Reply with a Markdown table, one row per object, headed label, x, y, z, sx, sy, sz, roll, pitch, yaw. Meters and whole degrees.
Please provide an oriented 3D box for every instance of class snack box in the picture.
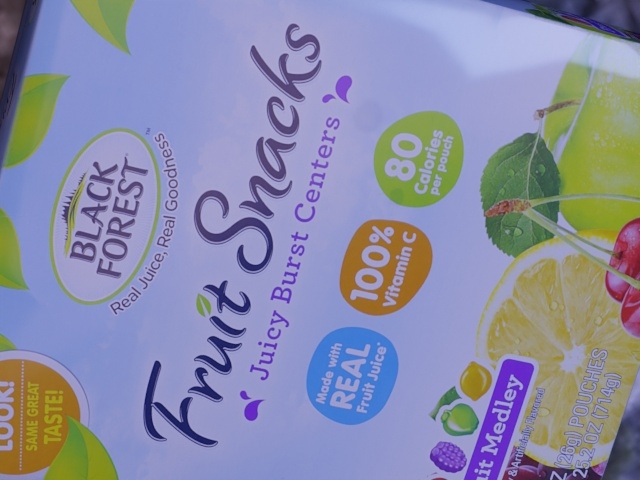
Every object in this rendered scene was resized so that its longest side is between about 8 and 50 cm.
| label | x | y | z | sx | sy | sz | roll | pitch | yaw |
| --- | --- | --- | --- | --- | --- | --- | --- | --- | --- |
| snack box | 0.000 | 0.000 | 0.505 | 0.207 | 0.070 | 0.174 | 12 | 103 | -13 |
